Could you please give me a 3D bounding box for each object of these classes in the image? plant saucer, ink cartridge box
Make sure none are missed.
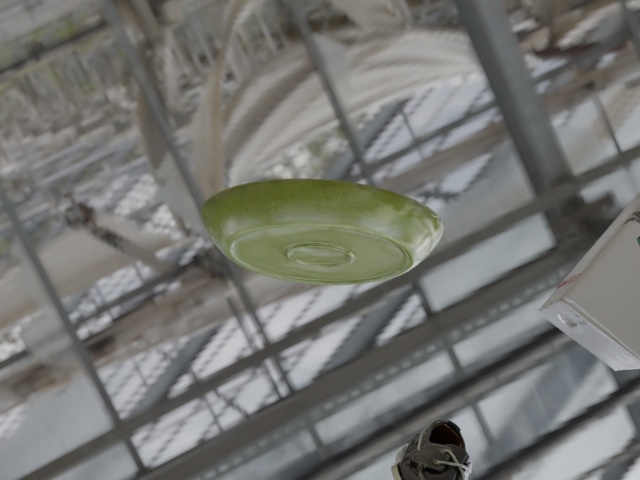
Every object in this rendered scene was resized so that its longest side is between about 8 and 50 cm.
[{"bbox_3d":[0.000,0.000,1.392,0.241,0.037,0.241,4,161,1],"label":"plant saucer"},{"bbox_3d":[0.295,0.002,1.194,0.219,0.092,0.160,-49,174,-3],"label":"ink cartridge box"}]

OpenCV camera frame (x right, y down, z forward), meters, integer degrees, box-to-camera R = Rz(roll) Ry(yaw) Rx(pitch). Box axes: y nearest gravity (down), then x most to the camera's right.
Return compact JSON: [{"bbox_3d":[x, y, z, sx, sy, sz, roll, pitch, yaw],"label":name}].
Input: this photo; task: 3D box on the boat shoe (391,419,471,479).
[{"bbox_3d":[0.133,0.265,1.631,0.079,0.084,0.233,-41,-175,9],"label":"boat shoe"}]
